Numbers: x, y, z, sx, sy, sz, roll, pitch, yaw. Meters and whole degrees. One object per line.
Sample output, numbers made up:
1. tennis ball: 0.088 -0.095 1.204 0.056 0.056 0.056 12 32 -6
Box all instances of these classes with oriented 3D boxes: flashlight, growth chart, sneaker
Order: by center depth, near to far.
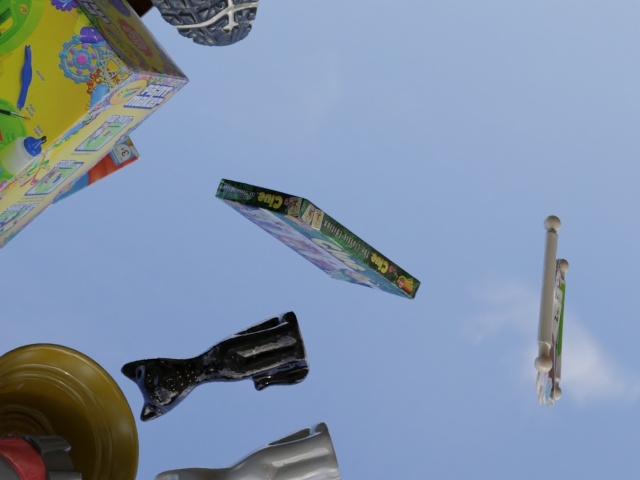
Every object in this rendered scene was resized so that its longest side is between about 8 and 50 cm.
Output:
1. sneaker: -0.112 -0.316 1.558 0.110 0.283 0.122 -10 -157 16
2. growth chart: 0.218 0.075 1.642 0.021 0.171 0.237 2 166 11
3. flashlight: -0.374 0.242 1.667 0.103 0.103 0.304 39 -157 32

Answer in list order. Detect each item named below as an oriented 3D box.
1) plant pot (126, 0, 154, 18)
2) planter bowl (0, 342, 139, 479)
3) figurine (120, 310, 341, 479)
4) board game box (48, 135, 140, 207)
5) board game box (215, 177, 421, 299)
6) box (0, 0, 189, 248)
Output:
1. plant pot: -0.317 -0.401 2.209 0.230 0.215 0.215 48 -147 12
2. planter bowl: -0.311 0.226 1.873 0.217 0.090 0.217 15 -114 -35
3. figurine: -0.100 0.210 1.965 0.092 0.210 0.214 97 157 -87
4. board game box: -0.390 -0.098 2.198 0.142 0.275 0.144 62 167 -6
5. board game box: 0.000 0.000 2.065 0.136 0.030 0.260 11 164 40
6. box: -0.341 -0.183 1.710 0.290 0.279 0.177 52 -167 7
